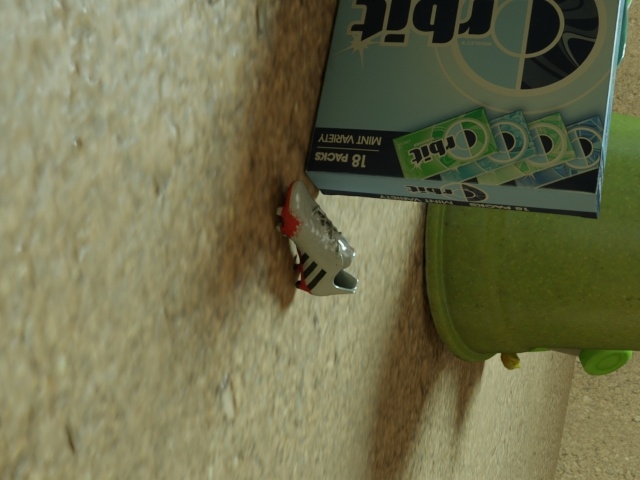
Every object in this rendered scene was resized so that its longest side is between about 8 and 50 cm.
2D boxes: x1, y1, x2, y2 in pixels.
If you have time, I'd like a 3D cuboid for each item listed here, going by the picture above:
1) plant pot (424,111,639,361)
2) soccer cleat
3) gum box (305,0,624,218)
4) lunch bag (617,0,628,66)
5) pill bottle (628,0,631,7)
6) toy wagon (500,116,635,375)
[{"bbox_3d":[0.266,-0.007,0.945,0.276,0.253,0.276,-18,111,-56],"label":"plant pot"},{"bbox_3d":[0.000,0.000,0.555,0.083,0.035,0.029,78,25,-46],"label":"soccer cleat"},{"bbox_3d":[0.085,-0.111,0.589,0.041,0.156,0.185,47,51,-67],"label":"gum box"},{"bbox_3d":[0.166,-0.216,0.821,0.223,0.160,0.262,-66,166,-53],"label":"lunch bag"},{"bbox_3d":[0.262,-0.331,1.115,0.246,0.136,0.136,59,40,-62],"label":"pill bottle"},{"bbox_3d":[0.288,0.021,1.211,0.344,0.068,0.267,109,-29,-45],"label":"toy wagon"}]
